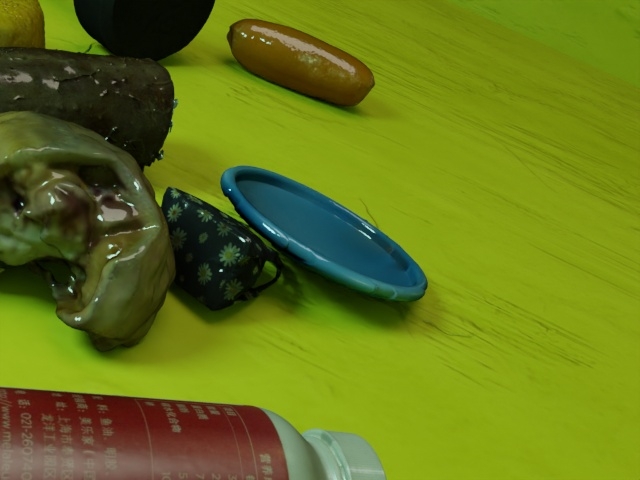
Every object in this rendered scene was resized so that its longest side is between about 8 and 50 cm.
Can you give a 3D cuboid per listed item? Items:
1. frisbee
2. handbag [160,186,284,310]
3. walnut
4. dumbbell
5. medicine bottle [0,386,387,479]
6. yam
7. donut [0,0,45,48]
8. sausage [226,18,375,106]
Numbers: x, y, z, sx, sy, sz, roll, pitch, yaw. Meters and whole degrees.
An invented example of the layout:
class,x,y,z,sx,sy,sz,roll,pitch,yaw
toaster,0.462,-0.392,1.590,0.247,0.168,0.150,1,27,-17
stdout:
class,x,y,z,sx,sy,sz,roll,pitch,yaw
frisbee,0.000,0.000,0.957,0.242,0.045,0.242,27,14,-8
handbag,-0.083,0.007,0.868,0.115,0.072,0.139,32,14,27
walnut,-0.222,-0.033,0.751,0.238,0.141,0.204,22,21,-8
dumbbell,-0.317,-0.408,1.310,0.322,0.203,0.204,38,29,27
medicine bottle,-0.094,0.151,0.507,0.250,0.131,0.131,9,29,-27
yam,-0.278,-0.128,0.904,0.280,0.131,0.131,-3,36,-41
donut,-0.420,-0.234,1.002,0.278,0.108,0.277,19,26,-10
sausage,-0.031,-0.272,1.414,0.238,0.098,0.098,22,26,-6
